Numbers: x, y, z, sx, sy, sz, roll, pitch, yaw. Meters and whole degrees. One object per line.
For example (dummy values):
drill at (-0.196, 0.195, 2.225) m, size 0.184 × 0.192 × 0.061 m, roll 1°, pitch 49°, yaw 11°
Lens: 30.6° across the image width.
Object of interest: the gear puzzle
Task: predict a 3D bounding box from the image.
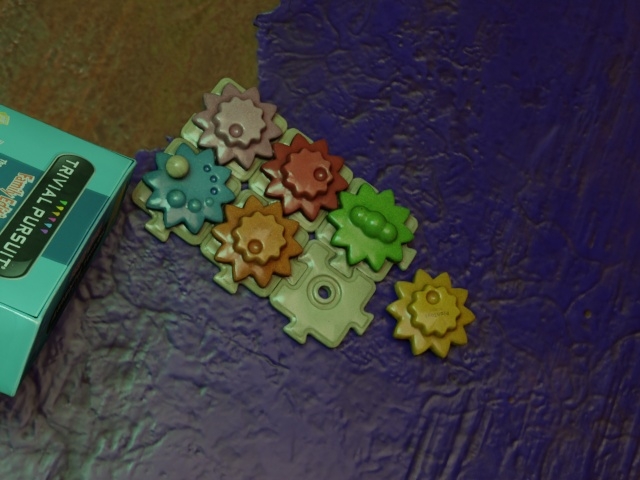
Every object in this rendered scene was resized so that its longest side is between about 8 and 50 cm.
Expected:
gear puzzle at (0.000, 0.000, 1.086) m, size 0.339 × 0.044 × 0.175 m, roll 37°, pitch 68°, yaw -3°

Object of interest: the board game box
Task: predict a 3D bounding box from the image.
board game box at (-0.340, -0.042, 0.902) m, size 0.336 × 0.079 × 0.254 m, roll 24°, pitch 30°, yaw -5°
